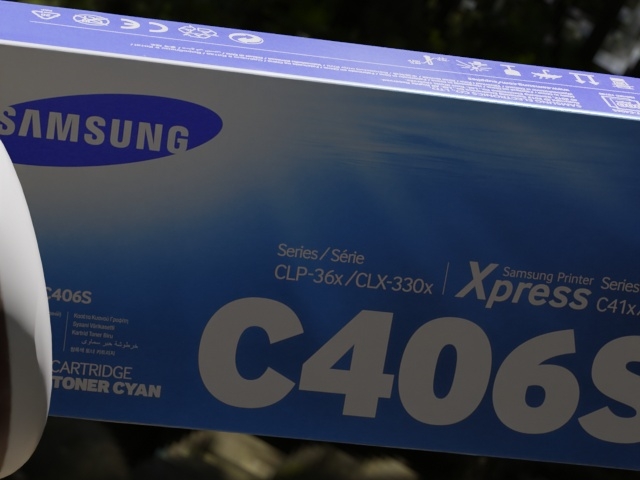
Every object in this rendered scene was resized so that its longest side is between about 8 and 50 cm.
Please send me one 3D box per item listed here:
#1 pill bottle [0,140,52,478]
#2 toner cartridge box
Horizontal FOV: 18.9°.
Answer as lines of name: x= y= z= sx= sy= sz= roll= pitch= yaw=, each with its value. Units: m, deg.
pill bottle: x=-0.190 y=0.029 z=0.522 sx=0.215 sy=0.117 sz=0.117 roll=-10 pitch=28 yaw=-24
toner cartridge box: x=0.000 y=0.000 z=0.839 sx=0.347 sy=0.165 sz=0.075 roll=6 pitch=19 yaw=-8
